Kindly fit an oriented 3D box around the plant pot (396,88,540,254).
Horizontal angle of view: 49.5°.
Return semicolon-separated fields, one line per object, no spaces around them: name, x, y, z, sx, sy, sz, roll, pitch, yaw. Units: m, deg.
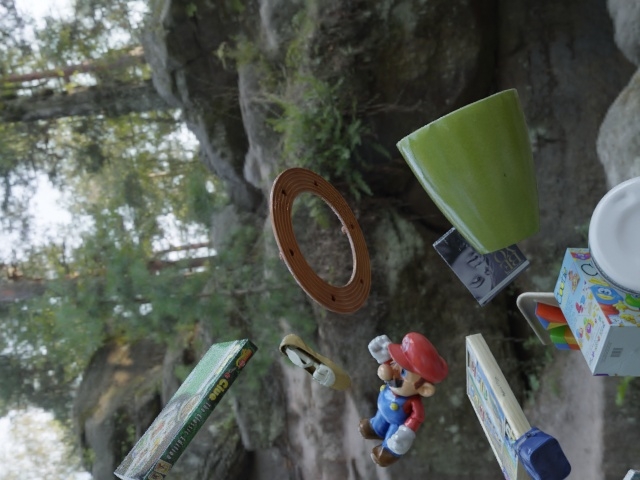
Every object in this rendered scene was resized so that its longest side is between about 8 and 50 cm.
plant pot;0.349;-0.130;1.485;0.293;0.275;0.275;66;-169;1

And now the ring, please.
ring;0.000;0.000;1.483;0.337;0.032;0.336;35;-138;-39

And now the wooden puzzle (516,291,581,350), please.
wooden puzzle;0.839;0.270;2.208;0.322;0.348;0.080;48;-132;-40

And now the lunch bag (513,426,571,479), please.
lunch bag;0.395;0.388;1.253;0.098;0.067;0.065;62;167;-10

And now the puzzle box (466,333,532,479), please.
puzzle box;0.519;0.507;2.037;0.408;0.052;0.272;-107;5;-54

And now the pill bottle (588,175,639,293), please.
pill bottle;0.611;0.002;1.302;0.361;0.204;0.204;12;-110;-69

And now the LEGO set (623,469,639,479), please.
LEGO set;0.625;0.385;1.227;0.183;0.060;0.244;24;-82;-41

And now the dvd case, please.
dvd case;0.405;0.037;1.730;0.221;0.164;0.018;49;-179;-21

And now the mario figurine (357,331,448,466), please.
mario figurine;0.150;0.336;1.517;0.170;0.198;0.320;-26;-41;-54

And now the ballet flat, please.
ballet flat;-0.021;0.356;1.954;0.080;0.232;0.073;-61;-14;25

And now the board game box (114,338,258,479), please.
board game box;-0.207;0.263;1.077;0.030;0.136;0.259;45;-120;-14

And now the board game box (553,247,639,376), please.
board game box;0.639;0.151;1.531;0.275;0.142;0.144;-92;4;-55
